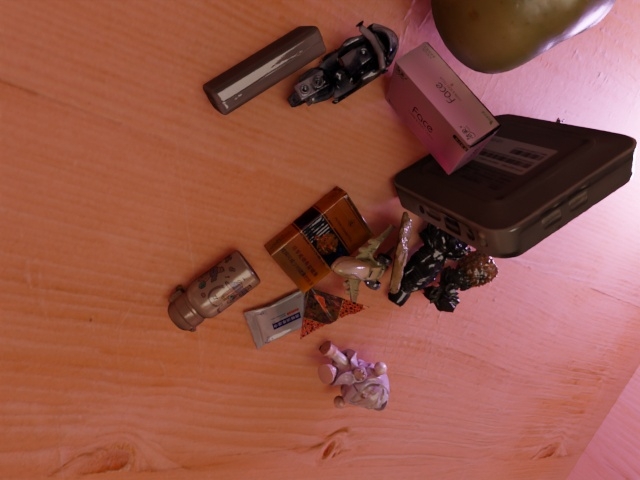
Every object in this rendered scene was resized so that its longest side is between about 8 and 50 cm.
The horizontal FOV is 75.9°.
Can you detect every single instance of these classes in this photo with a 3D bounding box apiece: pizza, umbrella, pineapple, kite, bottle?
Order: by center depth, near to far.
[{"bbox_3d":[-0.251,0.114,0.939,0.209,0.097,0.110,-36,84,-7],"label":"bottle"},{"bbox_3d":[0.212,0.014,1.057,0.034,0.181,0.262,11,149,11],"label":"pizza"},{"bbox_3d":[0.002,0.171,1.072,0.222,0.008,0.125,-30,99,19],"label":"kite"},{"bbox_3d":[0.305,0.043,1.149,0.336,0.128,0.154,-45,124,2],"label":"umbrella"},{"bbox_3d":[0.418,0.122,1.236,0.237,0.119,0.111,-31,107,-9],"label":"pineapple"}]

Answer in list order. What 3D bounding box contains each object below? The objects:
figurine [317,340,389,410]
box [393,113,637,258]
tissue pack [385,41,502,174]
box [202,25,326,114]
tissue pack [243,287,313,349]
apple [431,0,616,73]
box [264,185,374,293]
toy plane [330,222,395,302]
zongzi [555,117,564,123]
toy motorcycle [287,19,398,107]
[{"bbox_3d":[0.099,0.401,1.202,0.200,0.133,0.276,-44,118,12],"label":"figurine"},{"bbox_3d":[0.422,-0.153,0.958,0.396,0.396,0.111,-32,123,-11],"label":"box"},{"bbox_3d":[0.259,-0.283,0.904,0.092,0.148,0.246,-35,78,-7],"label":"tissue pack"},{"bbox_3d":[-0.111,-0.336,0.804,0.243,0.103,0.055,-35,126,-8],"label":"box"},{"bbox_3d":[-0.096,0.200,1.083,0.193,0.026,0.123,-22,119,-16],"label":"tissue pack"},{"bbox_3d":[0.395,-0.526,0.829,0.357,0.357,0.358,-9,115,-21],"label":"apple"},{"bbox_3d":[0.000,0.000,1.021,0.237,0.070,0.152,-41,121,-6],"label":"box"},{"bbox_3d":[0.111,0.067,1.029,0.256,0.104,0.242,-9,127,-63],"label":"toy plane"},{"bbox_3d":[0.708,-0.207,1.246,0.228,0.115,0.256,26,88,-35],"label":"zongzi"},{"bbox_3d":[0.057,-0.357,0.846,0.270,0.159,0.106,-33,100,-11],"label":"toy motorcycle"}]
